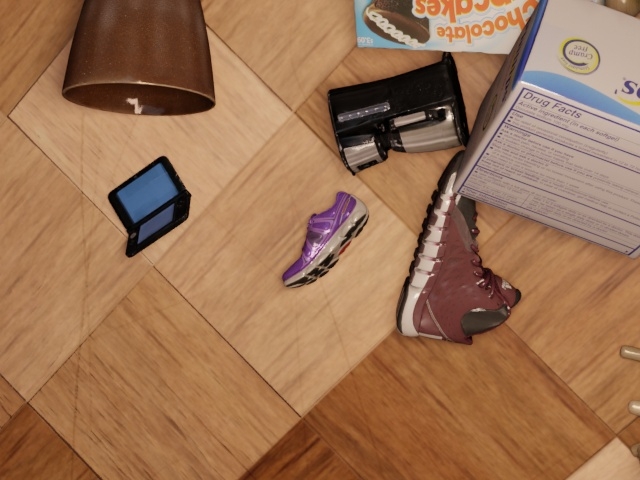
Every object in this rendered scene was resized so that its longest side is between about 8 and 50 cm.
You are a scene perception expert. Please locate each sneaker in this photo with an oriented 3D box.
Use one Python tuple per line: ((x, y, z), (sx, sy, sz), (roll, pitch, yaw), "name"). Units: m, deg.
((0.218, 0.021, 1.473), (0.162, 0.106, 0.281), (17, 109, 0), "sneaker")
((0.000, 0.000, 1.540), (0.071, 0.068, 0.170), (43, 98, 19), "sneaker")

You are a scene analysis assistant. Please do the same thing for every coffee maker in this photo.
((0.107, -0.191, 1.457), (0.178, 0.120, 0.171), (-11, 62, 14), "coffee maker")

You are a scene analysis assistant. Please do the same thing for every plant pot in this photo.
((-0.251, -0.312, 1.481), (0.215, 0.215, 0.230), (1, 86, 14), "plant pot")

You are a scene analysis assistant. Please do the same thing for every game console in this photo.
((-0.264, -0.051, 1.584), (0.122, 0.107, 0.071), (-33, 119, 17), "game console")

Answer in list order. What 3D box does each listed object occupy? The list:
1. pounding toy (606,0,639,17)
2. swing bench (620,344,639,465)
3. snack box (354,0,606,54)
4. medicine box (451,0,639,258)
((0.425, -0.350, 1.279), (0.110, 0.237, 0.183), (-2, 105, -29), "pounding toy")
((0.528, 0.236, 1.342), (0.254, 0.253, 0.165), (-6, 98, 15), "swing bench")
((0.196, -0.335, 1.321), (0.322, 0.060, 0.187), (7, 119, 24), "snack box")
((0.336, -0.132, 1.278), (0.263, 0.289, 0.149), (21, 65, 0), "medicine box")
